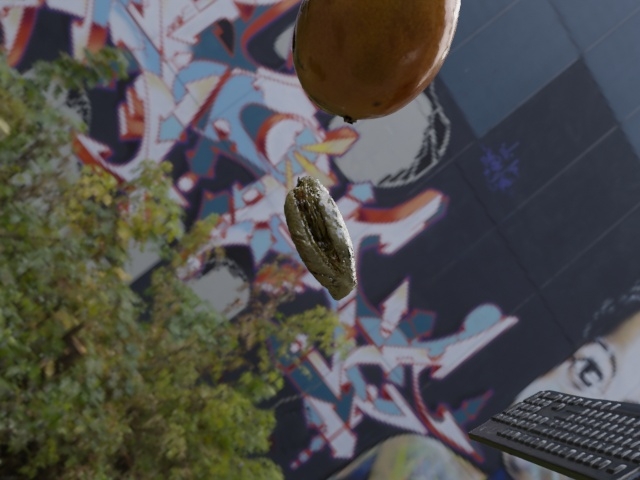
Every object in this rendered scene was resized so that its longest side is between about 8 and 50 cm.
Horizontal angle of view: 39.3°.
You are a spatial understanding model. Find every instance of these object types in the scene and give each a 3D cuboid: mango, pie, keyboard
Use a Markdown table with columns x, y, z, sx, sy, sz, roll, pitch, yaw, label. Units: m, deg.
| x | y | z | sx | sy | sz | roll | pitch | yaw | label |
| --- | --- | --- | --- | --- | --- | --- | --- | --- | --- |
| 0.035 | -0.151 | 0.565 | 0.105 | 0.084 | 0.159 | 29 | -59 | 34 | mango |
| 0.000 | 0.000 | 1.328 | 0.163 | 0.079 | 0.193 | 71 | -6 | -59 | pie |
| 0.211 | 0.151 | 0.652 | 0.041 | 0.103 | 0.381 | 65 | -12 | -6 | keyboard |
